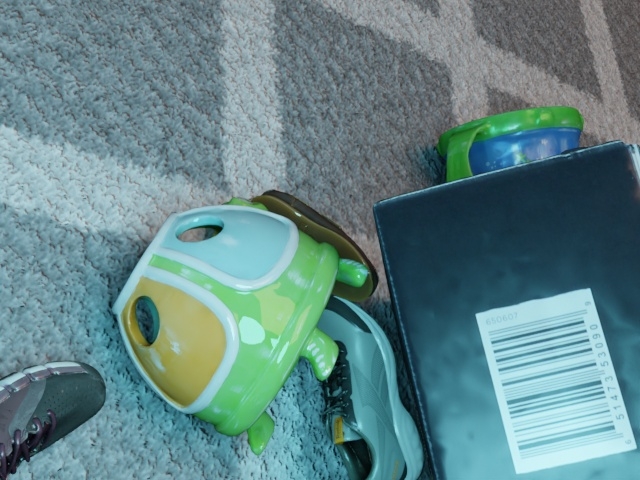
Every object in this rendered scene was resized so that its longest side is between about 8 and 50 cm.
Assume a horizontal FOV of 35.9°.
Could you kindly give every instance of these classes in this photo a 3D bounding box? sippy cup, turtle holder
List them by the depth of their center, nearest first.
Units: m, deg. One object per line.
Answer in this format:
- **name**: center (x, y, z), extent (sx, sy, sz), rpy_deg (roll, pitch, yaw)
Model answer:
- **turtle holder**: center (-0.091, 0.054, 1.129), extent (0.227, 0.243, 0.320), rpy_deg (31, 58, -6)
- **sippy cup**: center (0.324, -0.080, 1.611), extent (0.306, 0.240, 0.224), rpy_deg (-7, 83, -13)

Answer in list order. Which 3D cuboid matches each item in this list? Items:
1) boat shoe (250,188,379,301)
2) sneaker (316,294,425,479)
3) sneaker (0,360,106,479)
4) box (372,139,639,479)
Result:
- **boat shoe**: center (0.000, 0.000, 1.318), extent (0.207, 0.073, 0.073), rpy_deg (41, 24, 15)
- **sneaker**: center (0.045, 0.198, 1.282), extent (0.108, 0.100, 0.271), rpy_deg (-14, 79, -41)
- **sneaker**: center (-0.292, 0.219, 0.903), extent (0.281, 0.106, 0.162), rpy_deg (-20, 46, -38)
- **box**: center (0.266, 0.207, 1.176), extent (0.472, 0.297, 0.479), rpy_deg (60, 17, -71)
